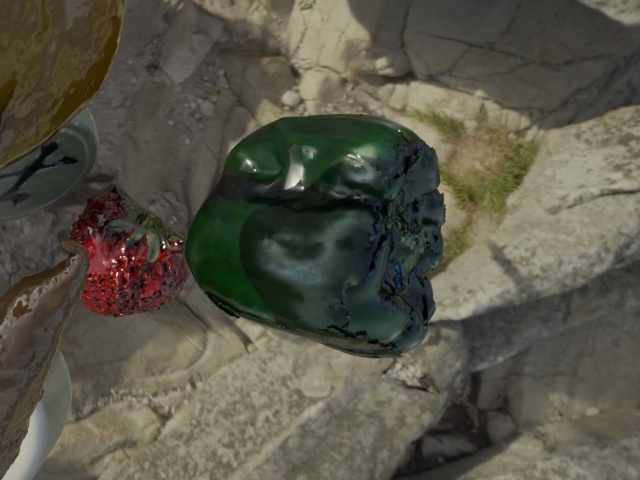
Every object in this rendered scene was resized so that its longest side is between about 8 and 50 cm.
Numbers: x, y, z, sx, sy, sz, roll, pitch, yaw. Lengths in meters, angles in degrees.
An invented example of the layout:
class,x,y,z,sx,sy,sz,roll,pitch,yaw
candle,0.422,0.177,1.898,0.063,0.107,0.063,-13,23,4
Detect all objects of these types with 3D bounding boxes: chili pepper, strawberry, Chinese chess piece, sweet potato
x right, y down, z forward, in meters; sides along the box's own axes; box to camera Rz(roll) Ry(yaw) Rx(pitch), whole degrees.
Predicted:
class,x,y,z,sx,sy,sz,roll,pitch,yaw
chili pepper,0.000,0.000,0.772,0.248,0.257,0.233,-63,150,-31
strawberry,-0.302,0.037,1.083,0.187,0.184,0.201,14,125,-47
Chinese chess piece,-0.410,-0.116,0.939,0.238,0.237,0.092,-32,74,-15
sweet potato,-0.164,0.078,0.340,0.060,0.068,0.206,18,121,-41

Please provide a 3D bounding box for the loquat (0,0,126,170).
class,x,y,z,sx,sy,sz,roll,pitch,yaw
loquat,-0.194,-0.135,0.354,0.176,0.234,0.187,18,58,3

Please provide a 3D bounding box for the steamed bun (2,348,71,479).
class,x,y,z,sx,sy,sz,roll,pitch,yaw
steamed bun,-0.380,0.210,0.767,0.242,0.146,0.164,-43,99,1
